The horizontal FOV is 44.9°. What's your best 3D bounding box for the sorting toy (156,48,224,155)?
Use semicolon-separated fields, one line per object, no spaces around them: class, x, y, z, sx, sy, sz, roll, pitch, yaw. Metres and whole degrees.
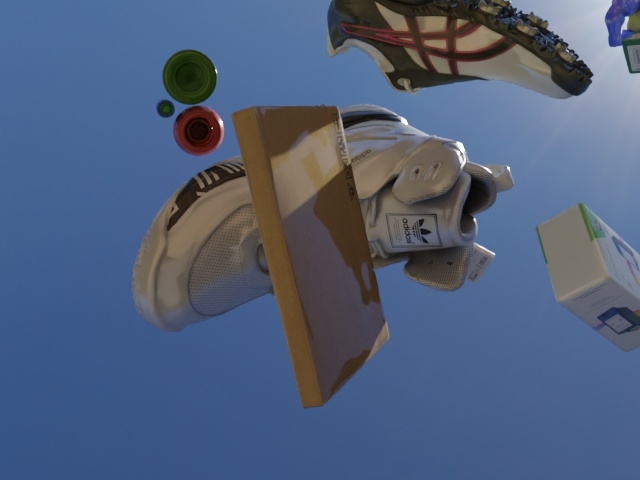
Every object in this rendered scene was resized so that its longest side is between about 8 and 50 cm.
sorting toy;-0.129;-0.133;0.750;0.061;0.102;0.042;-10;-163;-12

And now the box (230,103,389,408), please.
box;0.000;0.000;0.573;0.021;0.164;0.201;-10;-85;22

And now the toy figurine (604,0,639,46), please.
toy figurine;0.548;-0.396;1.246;0.362;0.217;0.191;-19;-156;-16

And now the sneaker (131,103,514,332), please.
sneaker;0.012;-0.014;0.733;0.365;0.137;0.210;-34;-142;-31

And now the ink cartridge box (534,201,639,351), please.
ink cartridge box;0.449;0.061;1.228;0.093;0.212;0.154;-33;-139;30

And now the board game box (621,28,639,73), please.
board game box;0.516;-0.241;0.807;0.213;0.046;0.317;-31;-157;-23

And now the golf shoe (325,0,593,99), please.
golf shoe;0.132;-0.194;0.772;0.272;0.105;0.120;30;-62;13

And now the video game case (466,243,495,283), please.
video game case;0.227;0.020;1.324;0.122;0.087;0.011;29;-125;7
